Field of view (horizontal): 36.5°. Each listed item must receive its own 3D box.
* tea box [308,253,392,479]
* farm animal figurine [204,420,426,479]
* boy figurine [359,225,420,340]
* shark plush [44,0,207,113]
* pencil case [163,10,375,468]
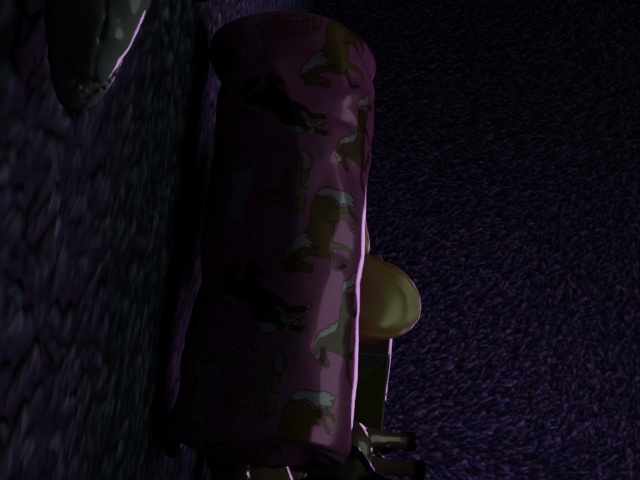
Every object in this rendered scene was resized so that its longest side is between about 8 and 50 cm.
[{"bbox_3d":[-0.019,0.208,1.437,0.329,0.220,0.323,-86,-179,-74],"label":"tea box"},{"bbox_3d":[-0.053,0.275,1.012,0.327,0.172,0.330,-125,-130,-61],"label":"farm animal figurine"},{"bbox_3d":[0.000,0.000,0.977,0.285,0.092,0.177,42,-66,47],"label":"boy figurine"},{"bbox_3d":[-0.097,-0.135,0.382,0.067,0.073,0.161,-47,-125,59],"label":"shark plush"},{"bbox_3d":[-0.037,-0.003,0.833,0.160,0.167,0.386,31,61,-59],"label":"pencil case"}]
